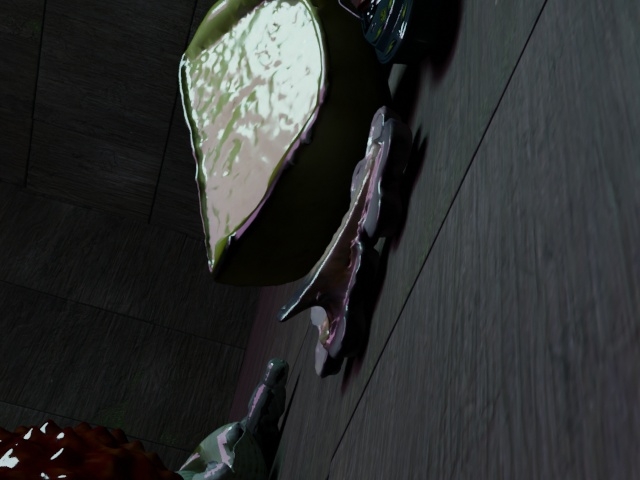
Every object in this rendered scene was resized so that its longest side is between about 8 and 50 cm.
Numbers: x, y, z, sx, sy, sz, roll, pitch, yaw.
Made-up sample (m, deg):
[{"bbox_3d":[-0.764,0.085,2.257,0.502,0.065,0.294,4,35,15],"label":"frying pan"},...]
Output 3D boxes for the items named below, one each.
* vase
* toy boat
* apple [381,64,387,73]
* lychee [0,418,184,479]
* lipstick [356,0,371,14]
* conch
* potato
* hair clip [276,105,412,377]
[{"bbox_3d":[-0.085,0.261,1.457,0.060,0.060,0.211,-86,13,-71],"label":"vase"},{"bbox_3d":[0.073,-0.227,1.006,0.246,0.103,0.093,-90,20,-64],"label":"toy boat"},{"bbox_3d":[0.023,-0.251,1.442,0.146,0.146,0.146,-164,90,-86],"label":"apple"},{"bbox_3d":[-0.255,0.399,0.950,0.500,0.425,0.424,-118,38,-47],"label":"lychee"},{"bbox_3d":[0.103,-0.352,1.219,0.080,0.080,0.241,116,170,-66],"label":"lipstick"},{"bbox_3d":[-0.135,0.342,1.365,0.200,0.131,0.172,-28,10,45],"label":"conch"},{"bbox_3d":[-0.002,-0.146,1.203,0.280,0.213,0.330,-41,53,42],"label":"potato"},{"bbox_3d":[0.029,0.002,0.956,0.146,0.075,0.257,-117,50,-80],"label":"hair clip"}]
